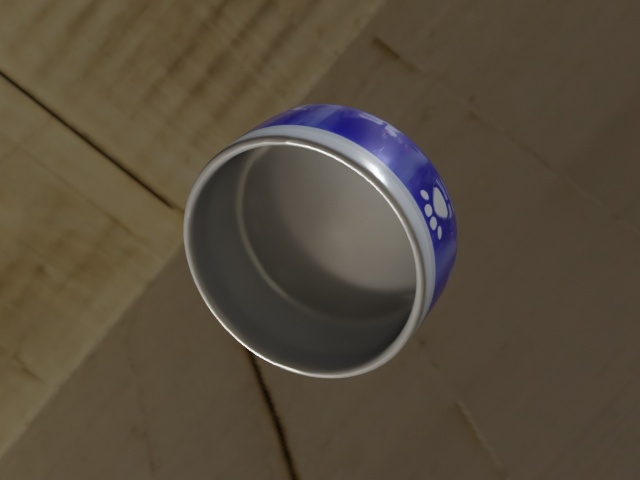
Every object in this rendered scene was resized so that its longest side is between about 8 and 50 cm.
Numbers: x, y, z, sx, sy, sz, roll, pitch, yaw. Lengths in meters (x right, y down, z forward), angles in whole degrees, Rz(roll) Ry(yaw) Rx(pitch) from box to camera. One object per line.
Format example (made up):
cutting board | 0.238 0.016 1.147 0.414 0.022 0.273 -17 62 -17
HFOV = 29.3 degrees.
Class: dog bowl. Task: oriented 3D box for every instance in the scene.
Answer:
dog bowl | 0.000 0.000 1.237 0.265 0.265 0.104 -39 -176 36
